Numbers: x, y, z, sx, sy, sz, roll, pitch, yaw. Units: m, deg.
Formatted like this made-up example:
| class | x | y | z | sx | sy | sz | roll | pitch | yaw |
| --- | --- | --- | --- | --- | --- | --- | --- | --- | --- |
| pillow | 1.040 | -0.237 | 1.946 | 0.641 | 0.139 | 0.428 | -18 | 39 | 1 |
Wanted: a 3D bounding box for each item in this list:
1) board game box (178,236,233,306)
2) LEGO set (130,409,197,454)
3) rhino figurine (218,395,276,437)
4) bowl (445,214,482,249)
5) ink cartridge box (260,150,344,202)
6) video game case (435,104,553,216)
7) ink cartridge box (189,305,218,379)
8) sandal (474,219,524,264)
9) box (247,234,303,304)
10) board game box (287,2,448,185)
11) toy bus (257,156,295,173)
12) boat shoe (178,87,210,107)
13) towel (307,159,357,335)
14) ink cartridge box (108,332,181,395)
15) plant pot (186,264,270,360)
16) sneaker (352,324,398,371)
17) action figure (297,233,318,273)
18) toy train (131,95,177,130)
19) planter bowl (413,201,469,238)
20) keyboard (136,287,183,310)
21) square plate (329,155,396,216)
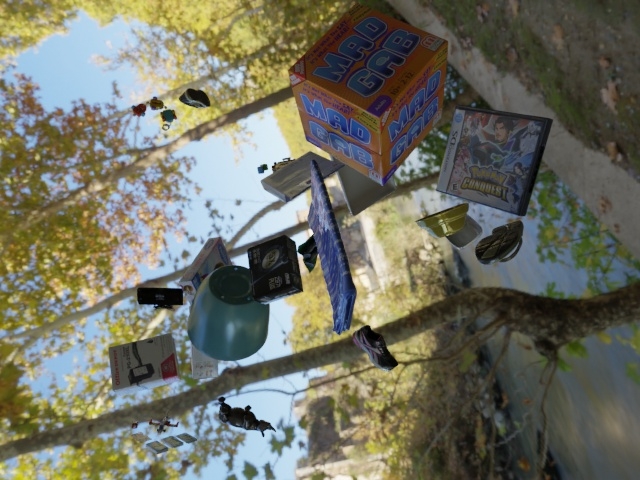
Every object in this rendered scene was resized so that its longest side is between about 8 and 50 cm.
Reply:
| class | x | y | z | sx | sy | sz | roll | pitch | yaw |
| --- | --- | --- | --- | --- | --- | --- | --- | --- | --- |
| board game box | -0.448 | 0.201 | 2.189 | 0.318 | 0.065 | 0.319 | -71 | -32 | -54 |
| LEGO set | -0.611 | 0.722 | 1.970 | 0.182 | 0.244 | 0.060 | 2 | -84 | -51 |
| rhino figurine | -0.276 | 0.667 | 1.927 | 0.073 | 0.243 | 0.106 | -64 | -11 | -46 |
| bowl | 0.618 | -0.030 | 2.236 | 0.053 | 0.142 | 0.142 | 49 | -176 | -48 |
| ink cartridge box | -0.058 | -0.209 | 1.732 | 0.224 | 0.223 | 0.045 | 33 | 151 | 51 |
| video game case | 0.451 | -0.220 | 1.382 | 0.274 | 0.035 | 0.249 | 26 | 111 | 45 |
| ink cartridge box | -0.588 | 0.490 | 2.592 | 0.272 | 0.129 | 0.310 | -134 | 44 | -68 |
| sandal | 0.563 | 0.015 | 1.567 | 0.302 | 0.120 | 0.086 | -28 | -77 | -51 |
| box | -0.146 | 0.094 | 1.646 | 0.077 | 0.147 | 0.180 | 36 | -140 | -58 |
| board game box | 0.166 | -0.480 | 1.721 | 0.356 | 0.356 | 0.356 | 34 | 163 | 23 |
| toy bus | -0.149 | -0.287 | 2.216 | 0.190 | 0.202 | 0.105 | 9 | 115 | 46 |
| boat shoe | -0.403 | -0.453 | 1.654 | 0.152 | 0.049 | 0.056 | -10 | -97 | -75 |
| towel | 0.015 | 0.022 | 1.166 | 0.243 | 0.040 | 0.336 | 94 | 163 | -60 |
| ink cartridge box | -0.667 | 0.470 | 1.959 | 0.100 | 0.237 | 0.172 | 101 | 154 | -64 |
| plant pot | -0.305 | 0.227 | 1.788 | 0.293 | 0.292 | 0.235 | -99 | 21 | -46 |
| sneaker | 0.187 | 0.349 | 1.684 | 0.178 | 0.077 | 0.072 | 41 | -141 | 4 |
| action figure | 0.000 | 0.000 | 1.979 | 0.232 | 0.063 | 0.137 | -56 | -38 | -40 |
| toy train | -0.648 | -0.492 | 2.025 | 0.125 | 0.166 | 0.046 | -60 | 4 | -25 |
| planter bowl | 0.463 | -0.065 | 1.911 | 0.217 | 0.217 | 0.091 | -33 | -77 | -85 |
| keyboard | -0.675 | 0.245 | 2.182 | 0.038 | 0.191 | 0.100 | -123 | 36 | -82 |
| square plate | 0.164 | -0.315 | 2.168 | 0.347 | 0.049 | 0.344 | -33 | -73 | -43 |
